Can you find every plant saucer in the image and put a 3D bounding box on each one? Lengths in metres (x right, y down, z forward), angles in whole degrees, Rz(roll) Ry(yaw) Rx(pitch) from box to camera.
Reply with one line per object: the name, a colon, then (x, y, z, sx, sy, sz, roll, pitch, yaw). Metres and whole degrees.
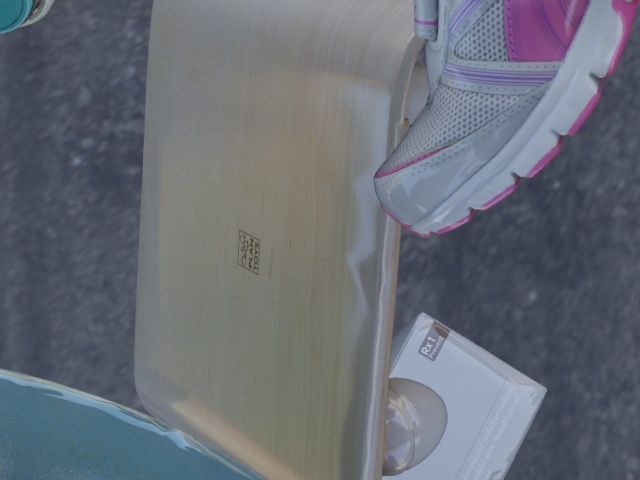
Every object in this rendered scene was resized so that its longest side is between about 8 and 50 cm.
plant saucer: (-0.132, 0.158, 0.840, 0.318, 0.043, 0.317, 12, 145, 9)

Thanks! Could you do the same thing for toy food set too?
toy food set: (0.000, 0.000, 0.935, 0.220, 0.092, 0.306, 26, 117, 51)

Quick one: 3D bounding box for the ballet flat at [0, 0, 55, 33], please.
ballet flat: (-0.151, -0.121, 0.548, 0.168, 0.052, 0.057, 32, 139, -28)

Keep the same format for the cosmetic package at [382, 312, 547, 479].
cosmetic package: (0.049, 0.147, 1.207, 0.107, 0.127, 0.238, 32, 161, -5)

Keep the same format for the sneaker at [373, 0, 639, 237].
sneaker: (0.078, -0.120, 0.699, 0.111, 0.103, 0.252, 29, 109, 0)
